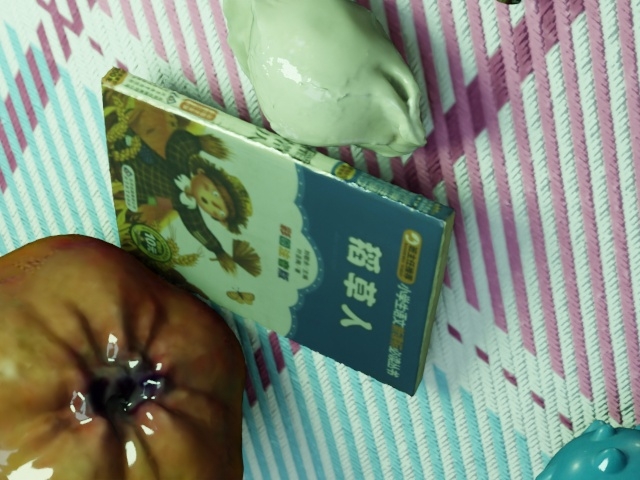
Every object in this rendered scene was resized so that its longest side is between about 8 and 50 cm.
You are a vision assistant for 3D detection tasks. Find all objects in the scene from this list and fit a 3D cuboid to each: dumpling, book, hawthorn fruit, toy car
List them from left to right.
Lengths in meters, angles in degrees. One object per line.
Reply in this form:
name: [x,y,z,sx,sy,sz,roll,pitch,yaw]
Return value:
hawthorn fruit: [-0.331,0.231,1.439,0.471,0.472,0.472,13,124,20]
book: [-0.060,-0.006,1.339,0.427,0.039,0.300,24,140,18]
dumpling: [0.002,-0.162,1.206,0.258,0.147,0.193,33,156,15]
toy car: [0.363,0.298,1.276,0.255,0.188,0.190,33,102,1]

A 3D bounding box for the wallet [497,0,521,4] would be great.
wallet: [0.147,-0.349,1.072,0.132,0.039,0.243,22,128,21]
